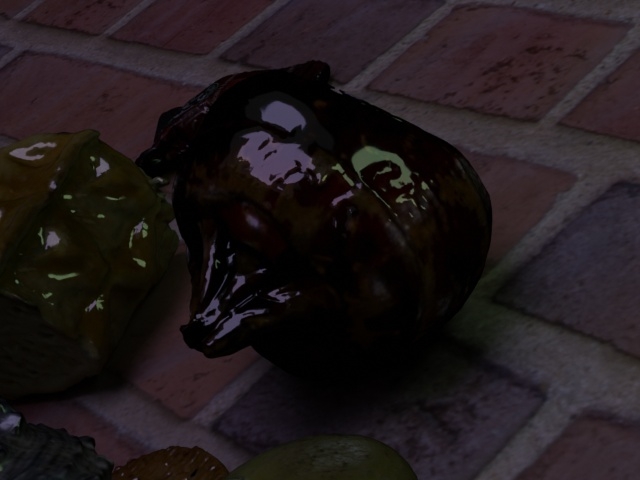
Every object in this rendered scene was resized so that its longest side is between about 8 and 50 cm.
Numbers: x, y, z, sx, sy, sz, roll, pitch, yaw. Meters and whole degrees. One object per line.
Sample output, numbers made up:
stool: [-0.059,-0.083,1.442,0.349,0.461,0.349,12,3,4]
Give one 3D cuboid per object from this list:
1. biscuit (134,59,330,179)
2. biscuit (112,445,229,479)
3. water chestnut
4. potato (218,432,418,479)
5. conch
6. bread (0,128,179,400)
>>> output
biscuit: [-0.112,-0.146,1.926,0.235,0.063,0.151,-21,18,27]
biscuit: [-0.152,0.243,1.370,0.188,0.027,0.188,-24,27,13]
water chestnut: [0.000,0.000,1.397,0.289,0.289,0.244,19,87,55]
potato: [-0.024,0.211,1.143,0.194,0.157,0.157,-3,7,-39]
conch: [-0.253,0.245,1.272,0.240,0.186,0.313,-44,25,2]
bread: [-0.280,0.025,1.662,0.196,0.238,0.252,-48,18,44]
